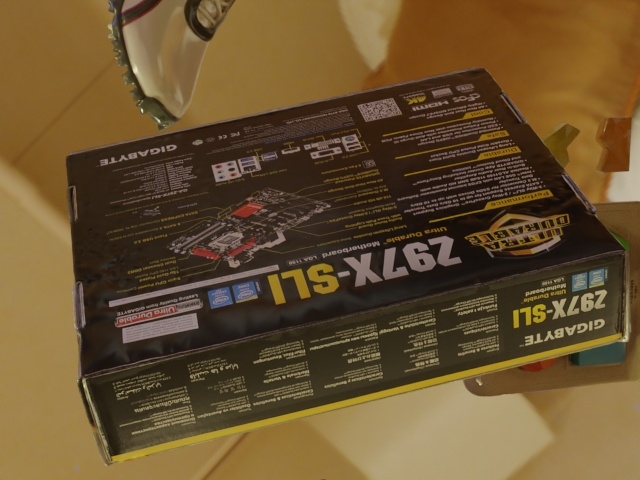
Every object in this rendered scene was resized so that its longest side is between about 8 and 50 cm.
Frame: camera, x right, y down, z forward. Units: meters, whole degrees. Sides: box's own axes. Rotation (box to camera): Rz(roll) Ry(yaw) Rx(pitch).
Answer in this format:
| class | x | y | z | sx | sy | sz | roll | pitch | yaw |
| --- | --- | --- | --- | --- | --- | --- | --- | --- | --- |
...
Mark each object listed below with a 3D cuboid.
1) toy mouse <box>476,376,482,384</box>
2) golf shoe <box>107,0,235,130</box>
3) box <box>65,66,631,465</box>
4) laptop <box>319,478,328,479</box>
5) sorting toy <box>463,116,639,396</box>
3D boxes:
| class | x | y | z | sx | sy | sz | roll | pitch | yaw |
| --- | --- | --- | --- | --- | --- | --- | --- | --- | --- |
| toy mouse | 0.091 | 0.026 | 0.897 | 0.143 | 0.161 | 0.031 | 14 | 149 | -30 |
| golf shoe | -0.119 | -0.236 | 1.090 | 0.120 | 0.273 | 0.105 | -5 | 160 | 22 |
| box | 0.000 | 0.000 | 0.778 | 0.257 | 0.321 | 0.079 | -112 | 11 | -53 |
| laptop | -0.019 | 0.434 | 1.148 | 0.382 | 0.236 | 0.408 | 36 | -174 | 29 |
| sorting toy | 0.273 | 0.019 | 1.320 | 0.041 | 0.229 | 0.307 | -146 | 55 | -73 |
